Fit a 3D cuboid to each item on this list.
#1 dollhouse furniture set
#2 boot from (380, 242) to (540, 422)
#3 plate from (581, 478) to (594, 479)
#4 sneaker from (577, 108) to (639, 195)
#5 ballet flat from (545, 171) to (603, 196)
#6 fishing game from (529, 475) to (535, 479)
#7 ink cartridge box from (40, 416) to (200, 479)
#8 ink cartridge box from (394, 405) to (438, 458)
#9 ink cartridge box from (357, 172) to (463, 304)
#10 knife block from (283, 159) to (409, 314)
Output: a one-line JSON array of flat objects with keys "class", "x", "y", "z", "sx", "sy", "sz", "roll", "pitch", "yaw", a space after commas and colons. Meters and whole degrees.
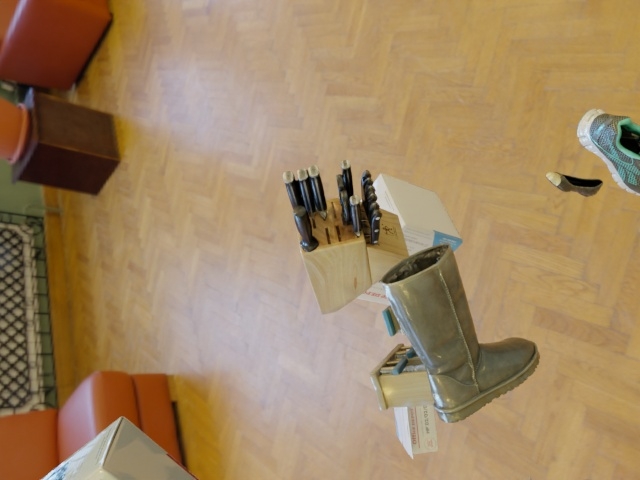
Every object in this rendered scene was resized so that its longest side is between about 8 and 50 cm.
[{"class": "dollhouse furniture set", "x": 0.152, "y": 0.156, "z": 0.941, "sx": 0.129, "sy": 0.129, "sz": 0.183, "roll": -14, "pitch": 97, "yaw": 32}, {"class": "boot", "x": 0.181, "y": 0.100, "z": 0.737, "sx": 0.076, "sy": 0.190, "sz": 0.208, "roll": -9, "pitch": 106, "yaw": 59}, {"class": "plate", "x": 0.681, "y": 0.641, "z": 1.361, "sx": 0.024, "sy": 0.188, "sz": 0.188, "roll": -57, "pitch": 47, "yaw": 30}, {"class": "sneaker", "x": 0.415, "y": -0.109, "z": 0.765, "sx": 0.065, "sy": 0.167, "sz": 0.076, "roll": -57, "pitch": 15, "yaw": 2}, {"class": "ballet flat", "x": 0.590, "y": -0.140, "z": 1.366, "sx": 0.049, "sy": 0.173, "sz": 0.057, "roll": -56, "pitch": 40, "yaw": 37}, {"class": "fishing game", "x": 0.436, "y": 0.624, "z": 1.365, "sx": 0.189, "sy": 0.264, "sz": 0.041, "roll": -54, "pitch": 49, "yaw": 6}, {"class": "ink cartridge box", "x": -0.208, "y": 0.271, "z": 0.545, "sx": 0.175, "sy": 0.127, "sz": 0.072, "roll": -39, "pitch": 18, "yaw": 11}, {"class": "ink cartridge box", "x": 0.191, "y": 0.360, "z": 1.169, "sx": 0.181, "sy": 0.062, "sz": 0.104, "roll": 106, "pitch": 158, "yaw": -85}, {"class": "ink cartridge box", "x": 0.186, "y": 0.007, "z": 1.528, "sx": 0.270, "sy": 0.198, "sz": 0.197, "roll": -54, "pitch": 36, "yaw": 33}, {"class": "knife block", "x": 0.000, "y": 0.000, "z": 0.882, "sx": 0.276, "sy": 0.242, "sz": 0.088, "roll": -41, "pitch": 46, "yaw": 39}]
